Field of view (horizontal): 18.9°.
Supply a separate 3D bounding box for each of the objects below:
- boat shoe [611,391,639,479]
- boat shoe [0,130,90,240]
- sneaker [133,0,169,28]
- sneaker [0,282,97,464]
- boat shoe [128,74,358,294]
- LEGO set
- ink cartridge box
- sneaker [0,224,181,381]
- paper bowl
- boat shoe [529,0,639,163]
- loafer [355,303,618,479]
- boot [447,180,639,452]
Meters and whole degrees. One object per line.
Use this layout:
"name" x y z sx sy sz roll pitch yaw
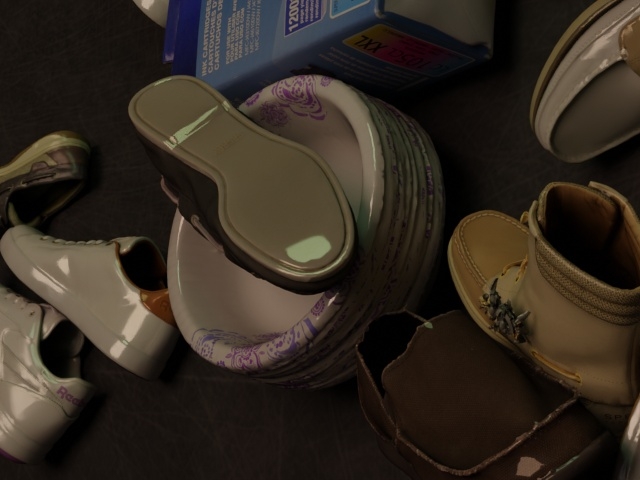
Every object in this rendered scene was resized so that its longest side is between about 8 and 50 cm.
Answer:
"boat shoe" 0.293 0.132 1.438 0.096 0.098 0.277 17 90 29
"boat shoe" -0.352 -0.044 2.237 0.223 0.080 0.073 -35 45 27
"sneaker" -0.180 -0.385 2.188 0.169 0.108 0.292 -50 53 18
"sneaker" -0.334 0.105 2.148 0.152 0.114 0.305 -43 53 14
"boat shoe" -0.059 -0.037 1.694 0.112 0.095 0.335 -32 44 -14
"LEGO set" 0.140 0.061 1.513 0.054 0.023 0.083 64 164 12
"ink cartridge box" -0.008 -0.259 1.884 0.395 0.151 0.270 -20 59 51
"sneaker" -0.233 0.035 2.066 0.290 0.106 0.123 34 93 40
"paper bowl" 0.000 0.000 1.778 0.284 0.148 0.284 -22 59 41
"boat shoe" 0.293 -0.158 1.553 0.302 0.113 0.103 -44 40 24
"loafer" 0.103 0.131 1.520 0.134 0.130 0.366 -34 14 -15
"boot" 0.182 0.018 1.525 0.095 0.203 0.262 -22 48 -12
